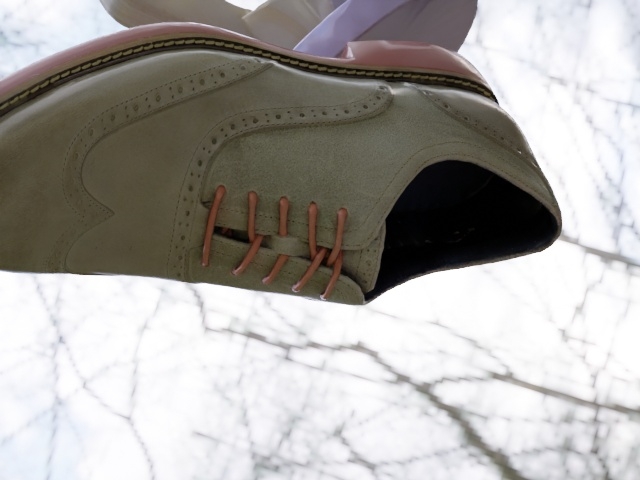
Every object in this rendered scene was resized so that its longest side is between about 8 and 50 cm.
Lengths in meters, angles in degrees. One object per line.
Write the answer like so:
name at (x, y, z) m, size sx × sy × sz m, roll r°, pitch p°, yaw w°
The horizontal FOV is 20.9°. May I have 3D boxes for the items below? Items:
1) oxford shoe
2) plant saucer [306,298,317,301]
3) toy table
oxford shoe at (-0.033, -0.033, 0.986) m, size 0.397 × 0.146 × 0.140 m, roll -10°, pitch -48°, yaw -29°
plant saucer at (0.000, 0.000, 1.187) m, size 0.013 × 0.083 × 0.083 m, roll 15°, pitch -89°, yaw -65°
toy table at (-0.021, -0.149, 1.262) m, size 0.274 × 0.161 × 0.252 m, roll -47°, pitch -21°, yaw 30°
